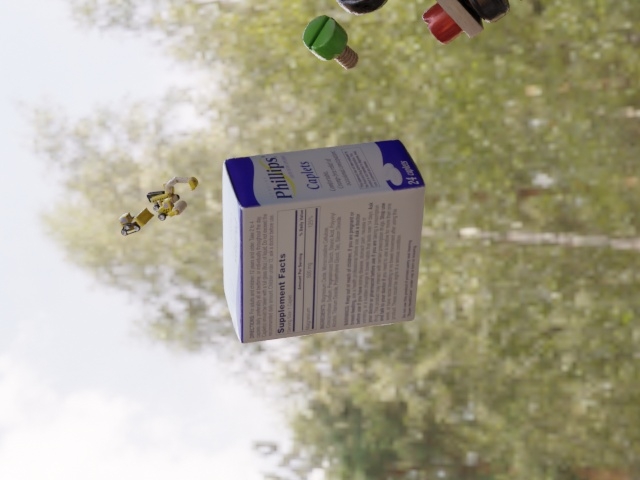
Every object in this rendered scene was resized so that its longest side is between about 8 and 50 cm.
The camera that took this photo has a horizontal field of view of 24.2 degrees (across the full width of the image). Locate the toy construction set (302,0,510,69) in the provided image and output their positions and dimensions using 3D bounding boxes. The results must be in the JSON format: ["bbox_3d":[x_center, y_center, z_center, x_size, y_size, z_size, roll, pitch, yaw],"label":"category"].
[{"bbox_3d":[0.096,-0.322,1.230,0.237,0.309,0.257,35,-124,-49],"label":"toy construction set"}]

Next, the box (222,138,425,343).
[{"bbox_3d":[0.000,0.000,1.099,0.072,0.137,0.126,-113,20,-51],"label":"box"}]

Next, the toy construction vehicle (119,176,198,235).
[{"bbox_3d":[-0.218,-0.050,2.001,0.035,0.098,0.086,62,-146,-17],"label":"toy construction vehicle"}]
